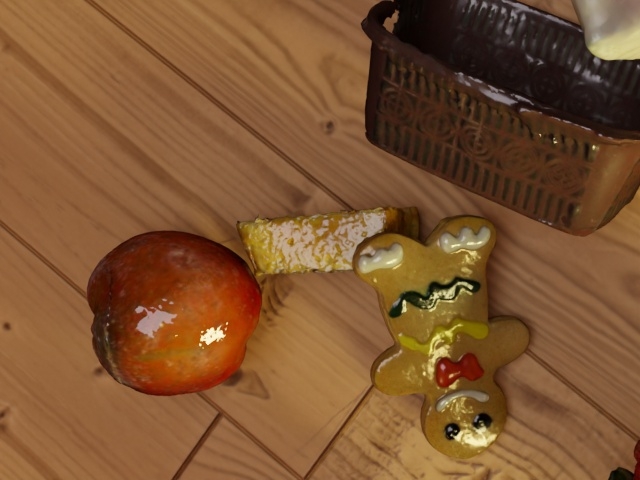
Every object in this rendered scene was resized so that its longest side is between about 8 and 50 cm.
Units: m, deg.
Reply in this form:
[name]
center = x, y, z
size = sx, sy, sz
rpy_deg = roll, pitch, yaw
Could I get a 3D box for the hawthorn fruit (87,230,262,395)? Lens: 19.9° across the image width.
[hawthorn fruit]
center = -0.140, 0.069, 1.775
size = 0.173, 0.173, 0.172
rpy_deg = 2, 94, 20

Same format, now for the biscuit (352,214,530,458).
[biscuit]
center = 0.119, 0.094, 1.701
size = 0.158, 0.035, 0.240
rpy_deg = -18, 106, -7

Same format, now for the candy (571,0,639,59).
[candy]
center = 0.332, -0.248, 1.471
size = 0.208, 0.359, 0.145
rpy_deg = -23, 86, 27

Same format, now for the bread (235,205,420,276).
[bread]
center = 0.000, 0.000, 1.747
size = 0.187, 0.103, 0.065
rpy_deg = -2, 94, 16

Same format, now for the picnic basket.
[picnic basket]
center = 0.177, -0.114, 1.628
size = 0.297, 0.222, 0.129
rpy_deg = 25, 119, 18

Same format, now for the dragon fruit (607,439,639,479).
[dragon fruit]
center = 0.383, 0.251, 1.551
size = 0.299, 0.244, 0.244
rpy_deg = -20, 87, 12
